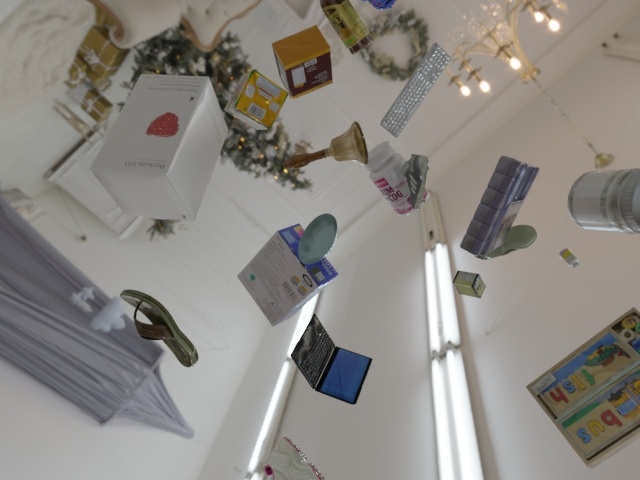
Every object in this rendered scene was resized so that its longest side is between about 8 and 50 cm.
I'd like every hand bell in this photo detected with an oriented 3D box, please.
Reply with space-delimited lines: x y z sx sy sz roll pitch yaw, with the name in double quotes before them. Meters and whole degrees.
"hand bell" 0.004 -0.246 1.313 0.242 0.126 0.126 -12 -156 20

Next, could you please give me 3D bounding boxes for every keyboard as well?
"keyboard" 0.258 -0.405 1.245 0.256 0.072 0.014 -55 -152 10

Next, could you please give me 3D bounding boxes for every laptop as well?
"laptop" 0.047 0.430 1.684 0.136 0.264 0.234 -19 -159 32

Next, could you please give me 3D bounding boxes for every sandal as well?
"sandal" -0.472 0.262 1.325 0.120 0.303 0.086 -26 -165 49

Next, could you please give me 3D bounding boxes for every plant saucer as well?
"plant saucer" 0.000 0.000 1.589 0.195 0.037 0.195 -32 -138 35

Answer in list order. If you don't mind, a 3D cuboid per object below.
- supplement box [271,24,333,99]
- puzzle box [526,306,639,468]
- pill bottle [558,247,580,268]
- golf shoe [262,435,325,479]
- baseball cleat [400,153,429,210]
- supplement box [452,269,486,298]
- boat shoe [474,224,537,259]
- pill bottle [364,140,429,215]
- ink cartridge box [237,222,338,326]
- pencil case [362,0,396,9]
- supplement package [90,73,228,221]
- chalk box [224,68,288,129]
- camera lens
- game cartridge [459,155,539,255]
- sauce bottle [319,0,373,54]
"supplement box" -0.065 -0.693 1.797 0.191 0.129 0.194 -24 158 -5
"puzzle box" 0.848 0.421 1.326 0.409 0.052 0.272 -45 -140 14
"pill bottle" 0.999 0.073 1.834 0.043 0.043 0.083 -43 -128 19
"golf shoe" -0.070 0.742 1.413 0.140 0.115 0.306 -39 -152 -21
"baseball cleat" 0.350 -0.221 1.731 0.072 0.109 0.206 -5 107 -60
"supplement box" 0.536 0.158 1.649 0.083 0.083 0.056 9 -120 45
"boat shoe" 0.599 0.005 1.492 0.227 0.081 0.068 -16 174 -19
"pill bottle" 0.302 -0.252 1.864 0.160 0.283 0.160 -36 -163 13
"ink cartridge box" -0.118 0.123 1.808 0.151 0.270 0.395 -25 164 -50
"pencil case" 0.207 -0.935 1.705 0.119 0.133 0.306 -34 -150 14
"supplement package" -0.352 -0.215 1.053 0.175 0.177 0.293 81 17 -58
"chalk box" -0.213 -0.443 1.466 0.132 0.132 0.213 -62 -154 1
"camera lens" 1.031 -0.136 1.589 0.219 0.219 0.274 -48 -165 -6
"game cartridge" 0.451 -0.085 1.128 0.355 0.068 0.230 -12 122 -58
"sauce bottle" 0.072 -0.909 1.811 0.111 0.344 0.111 -35 -161 14
